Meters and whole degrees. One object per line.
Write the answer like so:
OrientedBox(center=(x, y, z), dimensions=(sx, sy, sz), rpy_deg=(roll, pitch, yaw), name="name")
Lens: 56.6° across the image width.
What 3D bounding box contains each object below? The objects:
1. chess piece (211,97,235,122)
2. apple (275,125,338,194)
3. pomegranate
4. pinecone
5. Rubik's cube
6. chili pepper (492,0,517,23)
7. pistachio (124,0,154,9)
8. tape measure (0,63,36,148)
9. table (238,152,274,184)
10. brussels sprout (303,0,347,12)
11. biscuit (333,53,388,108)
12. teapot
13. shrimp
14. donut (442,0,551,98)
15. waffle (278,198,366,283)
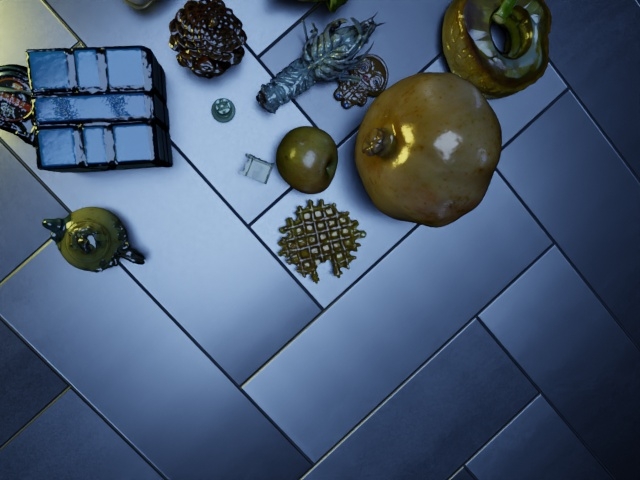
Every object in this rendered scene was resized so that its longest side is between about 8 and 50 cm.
OrientedBox(center=(-0.263, -0.356, 1.607), dimensions=(0.067, 0.103, 0.067), rpy_deg=(-1, 96, -8), name="chess piece")
OrientedBox(center=(-0.038, -0.222, 1.624), dimensions=(0.155, 0.182, 0.183), rpy_deg=(19, 92, 20), name="apple")
OrientedBox(center=(0.270, -0.235, 1.547), dimensions=(0.410, 0.411, 0.412), rpy_deg=(-1, 95, -8), name="pomegranate")
OrientedBox(center=(-0.293, -0.516, 1.545), dimensions=(0.207, 0.208, 0.208), rpy_deg=(-1, 95, -8), name="pinecone")
OrientedBox(center=(-0.533, -0.314, 1.483), dimensions=(0.288, 0.293, 0.284), rpy_deg=(-5, 98, -9), name="Rubik's cube")
OrientedBox(center=(0.510, -0.675, 1.581), dimensions=(0.051, 0.050, 0.202), rpy_deg=(19, 87, -41), name="chili pepper")
OrientedBox(center=(-0.454, -0.758, 1.493), dimensions=(0.226, 0.207, 0.332), rpy_deg=(-11, 112, -28), name="pistachio")
OrientedBox(center=(-0.780, -0.359, 1.533), dimensions=(0.182, 0.107, 0.181), rpy_deg=(29, 93, -10), name="tape measure")
OrientedBox(center=(-0.178, -0.200, 1.646), dimensions=(0.083, 0.079, 0.063), rpy_deg=(21, 93, -8), name="table")
OrientedBox(center=(-0.022, -0.742, 1.544), dimensions=(0.259, 0.227, 0.295), rpy_deg=(-8, 108, -2), name="brussels sprout")
OrientedBox(center=(0.118, -0.451, 1.693), dimensions=(0.175, 0.026, 0.124), rpy_deg=(-45, 99, -2), name="biscuit")
OrientedBox(center=(-0.589, 0.005, 1.554), dimensions=(0.269, 0.182, 0.173), rpy_deg=(26, 90, -11), name="teapot")
OrientedBox(center=(0.002, -0.494, 1.615), dimensions=(0.410, 0.166, 0.221), rpy_deg=(-34, 101, 8), name="shrimp")
OrientedBox(center=(0.510, -0.573, 1.672), dimensions=(0.329, 0.160, 0.330), rpy_deg=(-1, 94, -16), name="donut")
OrientedBox(center=(0.000, 0.000, 1.704), dimensions=(0.231, 0.051, 0.229), rpy_deg=(35, 90, -9), name="waffle")
